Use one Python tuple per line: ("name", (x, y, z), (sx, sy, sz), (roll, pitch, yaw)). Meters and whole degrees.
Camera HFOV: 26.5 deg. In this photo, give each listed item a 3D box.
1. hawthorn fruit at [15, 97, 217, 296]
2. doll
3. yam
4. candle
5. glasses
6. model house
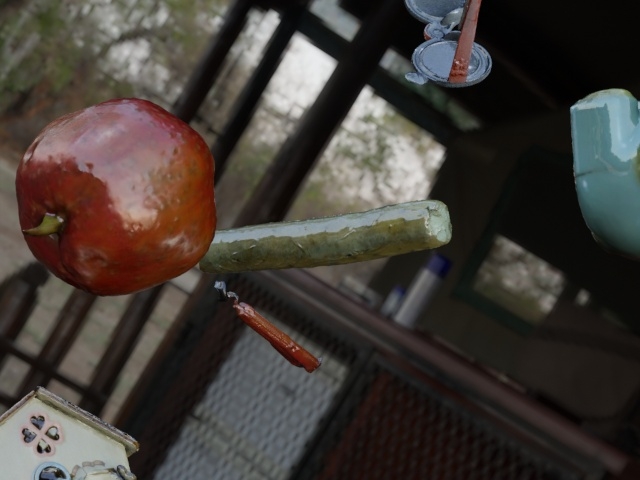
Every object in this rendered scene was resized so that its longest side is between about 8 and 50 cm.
("hawthorn fruit", (-0.189, -0.031, 1.201), (0.179, 0.179, 0.200), (31, 35, 15))
("doll", (0.368, -0.066, 1.205), (0.261, 0.161, 0.177), (-10, -15, 30))
("yam", (0.000, 0.000, 1.947), (0.371, 0.083, 0.083), (-8, -15, 16))
("candle", (-0.060, 0.095, 1.455), (0.026, 0.021, 0.167), (-23, -47, 32))
("glasses", (0.162, -0.345, 1.661), (0.118, 0.234, 0.268), (1, -39, -3))
("model house", (-0.341, 0.314, 1.718), (0.326, 0.169, 0.244), (1, 59, -38))
